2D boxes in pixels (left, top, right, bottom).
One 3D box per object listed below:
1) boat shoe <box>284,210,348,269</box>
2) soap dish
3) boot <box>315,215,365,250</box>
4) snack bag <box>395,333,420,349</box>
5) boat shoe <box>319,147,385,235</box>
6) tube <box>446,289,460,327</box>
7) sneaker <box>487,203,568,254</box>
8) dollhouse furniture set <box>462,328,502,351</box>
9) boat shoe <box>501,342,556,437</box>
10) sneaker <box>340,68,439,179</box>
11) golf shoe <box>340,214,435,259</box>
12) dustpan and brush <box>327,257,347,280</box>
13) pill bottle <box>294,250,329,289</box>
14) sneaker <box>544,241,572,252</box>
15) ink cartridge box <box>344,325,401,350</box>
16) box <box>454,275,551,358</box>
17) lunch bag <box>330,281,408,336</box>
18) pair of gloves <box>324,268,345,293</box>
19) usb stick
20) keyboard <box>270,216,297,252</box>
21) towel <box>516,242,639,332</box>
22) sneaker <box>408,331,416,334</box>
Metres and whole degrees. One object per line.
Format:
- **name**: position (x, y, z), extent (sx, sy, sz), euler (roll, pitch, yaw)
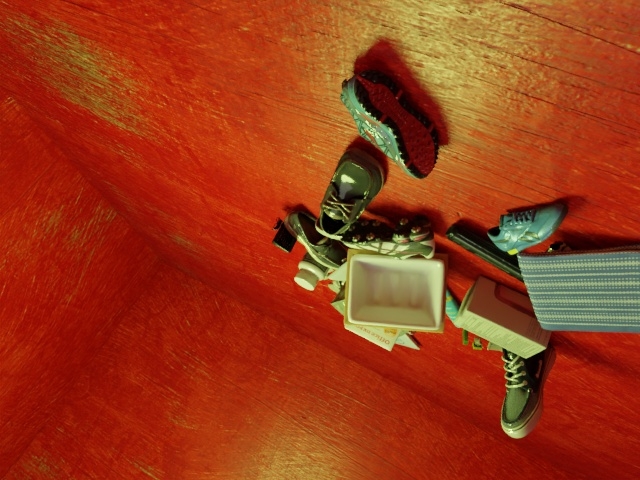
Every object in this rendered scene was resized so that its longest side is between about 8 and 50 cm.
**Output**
- **boat shoe**: position (0.000, 0.000, 1.547), extent (0.285, 0.102, 0.092), euler (43, 160, -13)
- **soap dish**: position (0.222, 0.144, 1.331), extent (0.291, 0.228, 0.118), euler (3, -179, 10)
- **boot**: position (0.108, 0.001, 1.436), extent (0.245, 0.088, 0.176), euler (16, 155, 25)
- **snack bag**: position (0.274, 0.399, 2.138), extent (0.323, 0.037, 0.342), euler (6, 148, 44)
- **boat shoe**: position (0.073, -0.106, 1.183), extent (0.132, 0.130, 0.355), euler (28, 158, 7)
- **tube**: position (0.439, 0.216, 1.533), extent (0.080, 0.052, 0.207), euler (-7, 132, 47)
- **sneaker**: position (0.436, -0.033, 0.966), extent (0.082, 0.069, 0.209), euler (36, 158, 2)
- **dollhouse furniture set**: position (0.606, 0.363, 1.658), extent (0.152, 0.058, 0.076), euler (4, 143, 13)
- **boat shoe**: position (0.601, 0.412, 1.372), extent (0.158, 0.340, 0.127), euler (46, 144, -11)
- **sneaker**: position (0.140, -0.234, 0.910), extent (0.262, 0.104, 0.125), euler (47, 171, -26)
- **golf shoe**: position (0.183, 0.008, 1.249), extent (0.273, 0.105, 0.120), euler (-1, 131, 35)
- **dustpan and brush**: position (0.127, 0.095, 1.571), extent (0.147, 0.060, 0.211), euler (-41, 139, 23)
- **pill bottle**: position (-0.017, 0.084, 1.639), extent (0.108, 0.180, 0.108), euler (26, 157, 12)
- **sneaker**: position (0.530, 0.023, 1.024), extent (0.037, 0.032, 0.083), euler (48, 151, -6)
- **ink cartridge box**: position (0.210, 0.208, 1.483), extent (0.171, 0.232, 0.168), euler (27, -172, 7)
- **box**: position (0.535, 0.224, 1.311), extent (0.233, 0.126, 0.148), euler (26, 158, 13)
- **lunch bag**: position (0.223, 0.243, 1.696), extent (0.235, 0.169, 0.287), euler (45, 145, -12)
- **pair of gloves**: position (0.040, 0.167, 1.931), extent (0.240, 0.042, 0.204), euler (39, 157, -19)
- **usb stick**: position (0.448, 0.043, 1.136), extent (0.278, 0.045, 0.077), euler (30, -179, 2)
- **keyboard**: position (-0.119, -0.035, 1.559), extent (0.100, 0.192, 0.038), euler (29, 120, -6)
- **towel**: position (0.615, 0.119, 1.037), extent (0.243, 0.040, 0.336), euler (-6, 139, 33)
- **sneaker**: position (0.332, 0.335, 1.893), extent (0.170, 0.063, 0.075), euler (40, 157, -9)
